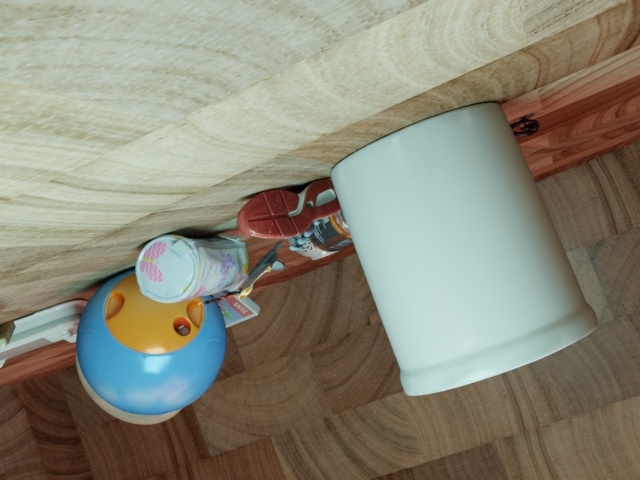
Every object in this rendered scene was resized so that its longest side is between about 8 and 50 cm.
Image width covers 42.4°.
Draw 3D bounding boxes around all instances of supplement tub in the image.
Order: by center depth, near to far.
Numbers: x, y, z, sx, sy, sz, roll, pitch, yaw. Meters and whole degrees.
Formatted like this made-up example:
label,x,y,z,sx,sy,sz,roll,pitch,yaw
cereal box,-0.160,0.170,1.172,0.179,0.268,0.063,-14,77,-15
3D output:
label,x,y,z,sx,sy,sz,roll,pitch,yaw
supplement tub,0.051,-0.046,1.618,0.106,0.106,0.198,-18,175,-26

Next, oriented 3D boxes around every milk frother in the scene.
label,x,y,z,sx,sy,sz,roll,pitch,yaw
milk frother,0.364,-0.151,1.593,0.129,0.134,0.143,-19,175,-32

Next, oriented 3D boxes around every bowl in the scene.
label,x,y,z,sx,sy,sz,roll,pitch,yaw
bowl,0.000,0.000,2.052,0.170,0.080,0.170,-20,175,-2

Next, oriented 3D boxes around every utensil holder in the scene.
label,x,y,z,sx,sy,sz,roll,pitch,yaw
utensil holder,0.224,0.012,1.338,0.328,0.385,0.327,-20,176,-2

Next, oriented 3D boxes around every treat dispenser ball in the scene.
label,x,y,z,sx,sy,sz,roll,pitch,yaw
treat dispenser ball,-0.327,0.194,1.606,0.288,0.288,0.288,-21,175,-2

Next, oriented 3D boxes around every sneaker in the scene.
label,x,y,z,sx,sy,sz,roll,pitch,yaw
sneaker,-0.073,-0.033,1.375,0.221,0.087,0.128,-14,171,-44

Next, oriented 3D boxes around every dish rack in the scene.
label,x,y,z,sx,sy,sz,roll,pitch,yaw
dish rack,-0.661,0.222,1.820,0.333,0.072,0.285,-19,176,-8

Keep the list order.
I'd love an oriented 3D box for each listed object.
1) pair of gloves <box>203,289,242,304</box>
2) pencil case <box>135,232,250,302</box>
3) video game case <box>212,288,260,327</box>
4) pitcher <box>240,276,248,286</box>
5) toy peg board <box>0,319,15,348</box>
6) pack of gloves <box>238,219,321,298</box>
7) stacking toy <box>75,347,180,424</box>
label,x,y,z,sx,sy,sz,roll,pitch,yaw
pair of gloves,-0.172,0.102,1.522,0.083,0.010,0.074,-18,178,38
pencil case,-0.218,0.045,1.465,0.124,0.113,0.273,-34,172,14
video game case,-0.304,0.144,1.872,0.285,0.204,0.025,-25,-145,37
pitcher,-0.297,0.122,1.951,0.207,0.125,0.178,-33,168,23
toy peg board,-0.601,0.150,1.356,0.161,0.079,0.160,-19,-170,-13
pack of gloves,-0.056,0.022,1.529,0.195,0.046,0.232,-42,-172,11
stacking toy,-0.465,0.284,2.449,0.351,0.350,0.480,-23,-167,24
